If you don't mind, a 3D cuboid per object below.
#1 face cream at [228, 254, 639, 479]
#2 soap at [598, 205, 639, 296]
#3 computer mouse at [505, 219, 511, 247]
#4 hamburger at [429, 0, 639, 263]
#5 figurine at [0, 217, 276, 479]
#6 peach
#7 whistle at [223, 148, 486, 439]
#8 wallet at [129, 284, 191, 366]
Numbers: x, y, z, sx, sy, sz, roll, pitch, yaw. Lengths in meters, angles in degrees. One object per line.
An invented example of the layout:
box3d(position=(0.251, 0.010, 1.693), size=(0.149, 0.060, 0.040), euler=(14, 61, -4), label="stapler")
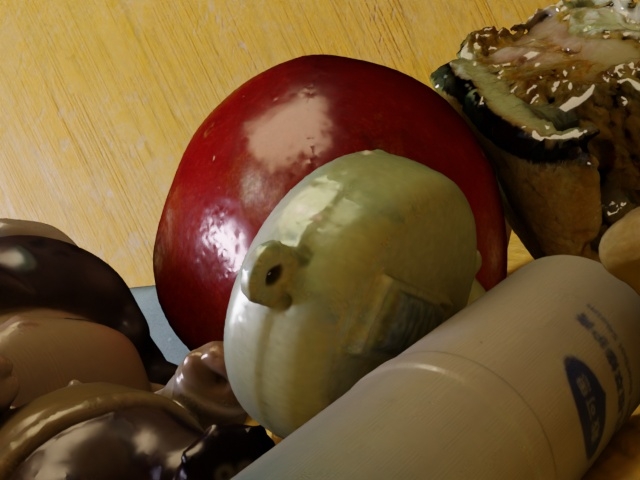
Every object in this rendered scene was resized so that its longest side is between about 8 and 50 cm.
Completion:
box3d(position=(0.039, 0.075, 0.373), size=(0.077, 0.077, 0.250), euler=(-24, 2, 38), label="face cream")
box3d(position=(0.242, -0.026, 0.354), size=(0.173, 0.089, 0.274), euler=(-27, 2, -32), label="soap")
box3d(position=(0.074, -0.012, 0.931), size=(0.389, 0.199, 0.115), euler=(-28, 23, -34), label="computer mouse")
box3d(position=(0.199, -0.066, 0.798), size=(0.168, 0.192, 0.288), euler=(-31, 27, 4), label="hamburger")
box3d(position=(-0.161, 0.089, 0.604), size=(0.218, 0.206, 0.365), euler=(-35, 7, -24), label="figurine")
box3d(position=(0.000, 0.000, 0.715), size=(0.243, 0.199, 0.243), euler=(-16, 45, 17), label="peach")
box3d(position=(0.040, 0.037, 0.504), size=(0.258, 0.067, 0.126), euler=(23, -87, -61), label="whistle")
box3d(position=(-0.189, 0.118, 0.927), size=(0.251, 0.054, 0.290), euler=(-6, 25, 37), label="wallet")
